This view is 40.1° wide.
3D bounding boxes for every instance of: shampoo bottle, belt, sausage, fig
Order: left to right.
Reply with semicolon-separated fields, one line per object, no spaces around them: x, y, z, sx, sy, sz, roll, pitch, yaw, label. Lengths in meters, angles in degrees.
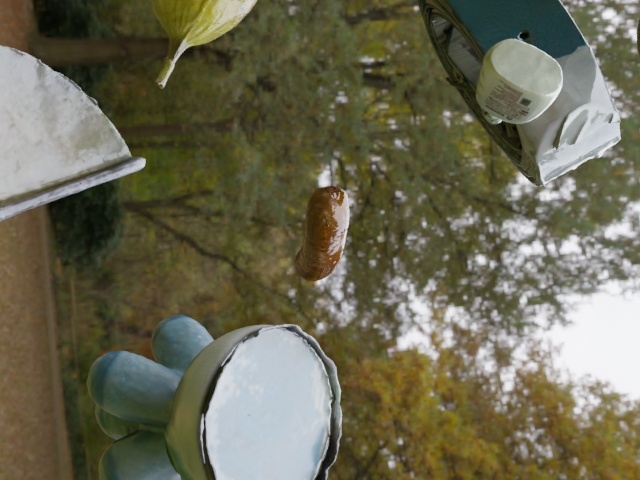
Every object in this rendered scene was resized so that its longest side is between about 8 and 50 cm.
-0.170;-0.312;1.178;0.159;0.159;0.257;129;-19;-69;fig
0.001;0.004;1.581;0.302;0.076;0.103;109;-26;-66;sausage
0.186;-0.144;0.863;0.045;0.077;0.152;-60;175;-10;shampoo bottle
0.302;-0.286;1.399;0.437;0.173;0.300;60;3;40;belt

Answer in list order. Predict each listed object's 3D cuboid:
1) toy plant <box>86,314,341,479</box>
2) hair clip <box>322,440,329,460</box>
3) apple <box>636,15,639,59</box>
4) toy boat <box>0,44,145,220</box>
-0.167;0.217;1.110;0.332;0.247;0.247;-2;-86;40;toy plant
-0.062;0.344;1.448;0.146;0.257;0.075;35;-60;15;hair clip
0.647;-0.315;1.404;0.233;0.295;0.258;-17;-70;53;apple
-0.391;-0.109;1.000;0.111;0.293;0.276;-3;-53;47;toy boat
